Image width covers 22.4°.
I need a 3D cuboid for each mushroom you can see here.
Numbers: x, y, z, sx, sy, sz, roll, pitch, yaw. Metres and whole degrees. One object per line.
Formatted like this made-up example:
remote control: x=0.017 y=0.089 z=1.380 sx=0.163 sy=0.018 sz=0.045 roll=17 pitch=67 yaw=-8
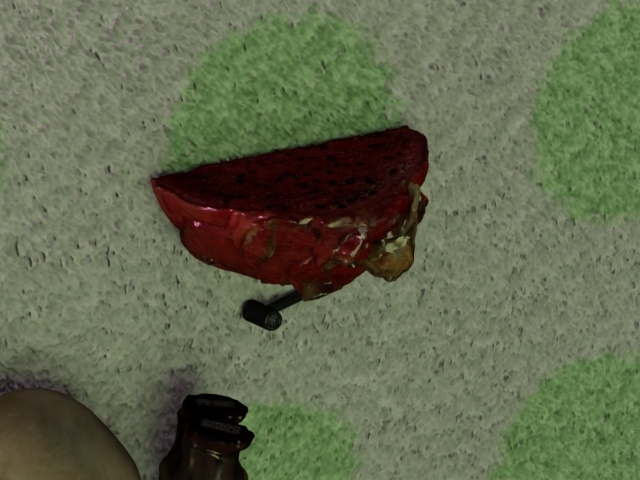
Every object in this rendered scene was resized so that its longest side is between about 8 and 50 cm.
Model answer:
mushroom: x=-0.294 y=0.268 z=1.657 sx=0.215 sy=0.207 sz=0.207 roll=-50 pitch=121 yaw=-6

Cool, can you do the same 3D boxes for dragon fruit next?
dragon fruit: x=0.000 y=0.000 z=1.696 sx=0.317 sy=0.205 sz=0.152 roll=-11 pitch=114 yaw=-20

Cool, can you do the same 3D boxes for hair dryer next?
hair dryer: x=-0.042 y=0.073 z=1.802 sx=0.083 sy=0.047 sz=0.026 roll=-24 pitch=118 yaw=-32

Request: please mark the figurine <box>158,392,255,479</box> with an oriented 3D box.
figurine: x=-0.123 y=0.354 z=1.760 sx=0.206 sy=0.218 sz=0.365 roll=17 pitch=106 yaw=-28
